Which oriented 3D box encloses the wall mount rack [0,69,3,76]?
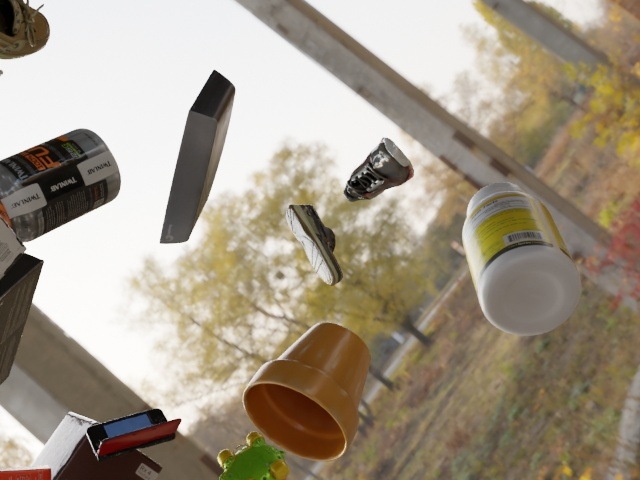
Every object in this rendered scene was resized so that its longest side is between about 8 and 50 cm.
[{"bbox_3d":[-0.885,-0.405,1.904,0.130,0.350,0.304,-16,14,45],"label":"wall mount rack"}]

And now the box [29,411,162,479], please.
[{"bbox_3d":[-0.448,0.454,1.680,0.167,0.168,0.203,-57,22,-22],"label":"box"}]

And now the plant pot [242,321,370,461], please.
[{"bbox_3d":[-0.005,0.254,1.544,0.188,0.205,0.205,-56,-2,-40],"label":"plant pot"}]

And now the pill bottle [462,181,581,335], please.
[{"bbox_3d":[0.381,0.021,1.701,0.188,0.187,0.334,-54,16,25],"label":"pill bottle"}]

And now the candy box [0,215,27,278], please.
[{"bbox_3d":[-0.536,-0.044,1.220,0.070,0.164,0.196,-57,-35,-28],"label":"candy box"}]

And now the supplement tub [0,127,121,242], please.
[{"bbox_3d":[-0.632,-0.118,1.973,0.316,0.193,0.194,-34,-16,-39],"label":"supplement tub"}]

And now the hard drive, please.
[{"bbox_3d":[-0.196,-0.128,1.392,0.172,0.054,0.255,-76,5,-55],"label":"hard drive"}]

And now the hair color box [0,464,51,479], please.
[{"bbox_3d":[-0.411,0.308,1.079,0.141,0.043,0.072,0,-11,-21],"label":"hair color box"}]

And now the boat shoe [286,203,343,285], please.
[{"bbox_3d":[0.000,0.000,1.320,0.049,0.152,0.056,-18,-28,-24],"label":"boat shoe"}]

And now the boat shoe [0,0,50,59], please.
[{"bbox_3d":[-0.534,-0.363,1.414,0.089,0.105,0.285,-18,-1,25],"label":"boat shoe"}]

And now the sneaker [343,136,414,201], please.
[{"bbox_3d":[0.067,-0.076,1.075,0.065,0.061,0.158,-40,-3,-15],"label":"sneaker"}]

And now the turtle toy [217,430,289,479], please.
[{"bbox_3d":[-0.103,0.338,1.226,0.130,0.095,0.066,-29,-52,-19],"label":"turtle toy"}]

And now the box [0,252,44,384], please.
[{"bbox_3d":[-0.591,0.158,1.500,0.184,0.103,0.261,-80,13,-70],"label":"box"}]

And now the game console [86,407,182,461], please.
[{"bbox_3d":[-0.331,0.326,1.528,0.143,0.124,0.085,-11,-56,-27],"label":"game console"}]
